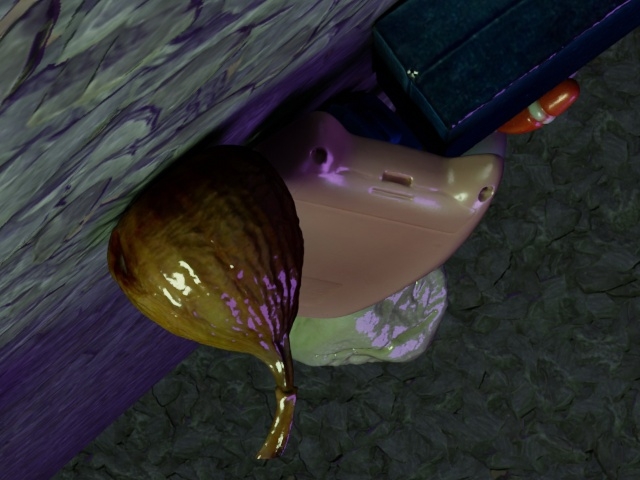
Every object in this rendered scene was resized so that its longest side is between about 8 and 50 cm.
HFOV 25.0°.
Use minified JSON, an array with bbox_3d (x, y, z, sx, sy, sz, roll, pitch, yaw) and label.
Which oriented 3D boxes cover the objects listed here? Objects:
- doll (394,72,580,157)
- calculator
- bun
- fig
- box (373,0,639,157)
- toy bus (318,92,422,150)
[{"bbox_3d":[0.155,-0.137,1.431,0.336,0.105,0.199,-52,-145,24],"label":"doll"},{"bbox_3d":[0.000,0.000,1.208,0.220,0.048,0.330,11,153,-23],"label":"calculator"},{"bbox_3d":[0.032,0.026,1.718,0.281,0.282,0.204,-37,150,-59],"label":"bun"},{"bbox_3d":[-0.053,0.041,0.965,0.134,0.201,0.146,-31,172,3],"label":"fig"},{"bbox_3d":[0.176,-0.188,1.179,0.261,0.116,0.279,-35,177,1],"label":"box"},{"bbox_3d":[0.026,-0.076,1.321,0.106,0.090,0.185,-42,179,15],"label":"toy bus"}]
